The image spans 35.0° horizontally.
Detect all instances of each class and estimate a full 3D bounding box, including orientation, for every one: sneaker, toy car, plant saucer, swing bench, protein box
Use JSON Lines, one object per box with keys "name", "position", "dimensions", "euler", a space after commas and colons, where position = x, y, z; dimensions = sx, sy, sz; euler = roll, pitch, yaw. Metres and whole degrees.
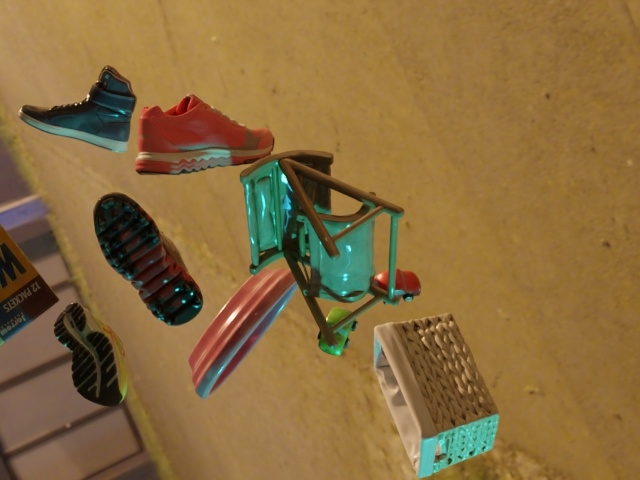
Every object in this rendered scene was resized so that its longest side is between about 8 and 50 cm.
{"name": "sneaker", "position": [-0.483, -0.285, 2.048], "dimensions": [0.086, 0.226, 0.163], "euler": [-108, 33, -71]}
{"name": "toy car", "position": [0.059, 0.118, 1.986], "dimensions": [0.239, 0.225, 0.053], "euler": [19, 153, 11]}
{"name": "sneaker", "position": [-0.321, 0.174, 1.513], "dimensions": [0.094, 0.081, 0.208], "euler": [40, -171, -44]}
{"name": "sneaker", "position": [-0.294, 0.017, 1.666], "dimensions": [0.276, 0.097, 0.135], "euler": [60, 175, -38]}
{"name": "plant saucer", "position": [-0.168, 0.180, 2.131], "dimensions": [0.084, 0.332, 0.332], "euler": [38, 156, 5]}
{"name": "sneaker", "position": [-0.198, -0.197, 1.820], "dimensions": [0.116, 0.313, 0.136], "euler": [3, 102, 41]}
{"name": "swing bench", "position": [0.000, 0.000, 1.757], "dimensions": [0.254, 0.165, 0.253], "euler": [42, 151, 31]}
{"name": "protein box", "position": [-0.483, 0.051, 1.401], "dimensions": [0.201, 0.136, 0.200], "euler": [53, 161, -5]}

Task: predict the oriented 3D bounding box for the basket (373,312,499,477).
{"name": "basket", "position": [0.139, 0.183, 1.239], "dimensions": [0.113, 0.103, 0.167], "euler": [87, 164, -53]}
